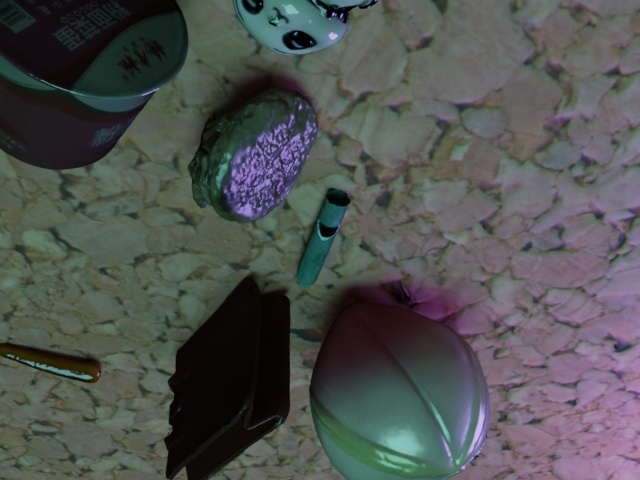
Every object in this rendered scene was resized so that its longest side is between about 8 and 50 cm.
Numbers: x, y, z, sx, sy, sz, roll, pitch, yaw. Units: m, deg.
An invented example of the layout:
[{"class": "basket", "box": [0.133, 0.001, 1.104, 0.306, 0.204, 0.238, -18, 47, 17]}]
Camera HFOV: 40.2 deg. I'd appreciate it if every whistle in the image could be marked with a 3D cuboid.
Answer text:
[{"class": "whistle", "box": [0.000, 0.000, 1.321, 0.039, 0.039, 0.186, 11, 135, -12]}]

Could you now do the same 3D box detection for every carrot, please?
[{"class": "carrot", "box": [-0.480, 0.215, 1.538, 0.190, 0.037, 0.037, 18, 133, -17]}]

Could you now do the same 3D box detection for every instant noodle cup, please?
[{"class": "instant noodle cup", "box": [-0.286, -0.202, 0.984, 0.235, 0.234, 0.178, 18, 143, -19]}]

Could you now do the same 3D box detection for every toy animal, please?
[{"class": "toy animal", "box": [-0.007, -0.278, 0.957, 0.179, 0.138, 0.166, -35, 111, 24]}]

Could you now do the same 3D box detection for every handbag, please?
[{"class": "handbag", "box": [-0.152, 0.230, 1.401, 0.084, 0.260, 0.275, 26, 132, -28]}]

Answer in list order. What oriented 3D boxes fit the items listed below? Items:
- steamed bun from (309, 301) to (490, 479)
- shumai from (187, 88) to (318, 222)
[{"class": "steamed bun", "box": [0.110, 0.230, 1.405, 0.309, 0.309, 0.309, -1, 136, -1]}, {"class": "shumai", "box": [-0.101, -0.119, 1.146, 0.120, 0.201, 0.201, 32, 143, 26]}]
